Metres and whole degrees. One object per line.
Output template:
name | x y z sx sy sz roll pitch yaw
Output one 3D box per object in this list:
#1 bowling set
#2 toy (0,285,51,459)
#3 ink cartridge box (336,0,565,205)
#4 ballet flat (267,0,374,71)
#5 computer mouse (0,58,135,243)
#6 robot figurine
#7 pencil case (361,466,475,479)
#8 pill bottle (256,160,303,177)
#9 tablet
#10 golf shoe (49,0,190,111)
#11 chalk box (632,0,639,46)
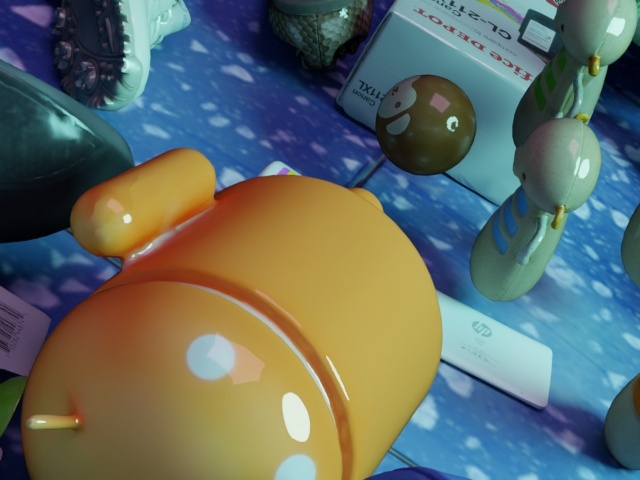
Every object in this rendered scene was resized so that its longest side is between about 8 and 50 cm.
bowling set | 0.130 -0.046 0.833 0.199 0.154 0.287 16 57 -3
toy | -0.221 0.019 0.606 0.237 0.056 0.137 29 28 -12
ink cartridge box | 0.098 -0.112 1.029 0.127 0.072 0.175 31 31 -2
ballet flat | 0.006 -0.170 1.060 0.084 0.058 0.250 -7 29 6
computer mouse | -0.206 -0.061 0.680 0.272 0.072 0.188 27 -13 -21
robot figurine | -0.029 0.055 0.646 0.128 0.158 0.219 16 28 18
pencil case | 0.119 0.181 0.566 0.306 0.133 0.119 26 32 -22
pill bottle | 0.000 0.000 0.822 0.083 0.043 0.043 34 32 5
tablet | 0.080 0.052 0.853 0.083 0.006 0.054 28 32 -6
golf shoe | -0.101 -0.127 0.898 0.086 0.069 0.176 18 35 -31
chalk box | 0.277 -0.214 1.139 0.289 0.180 0.179 34 24 -38
